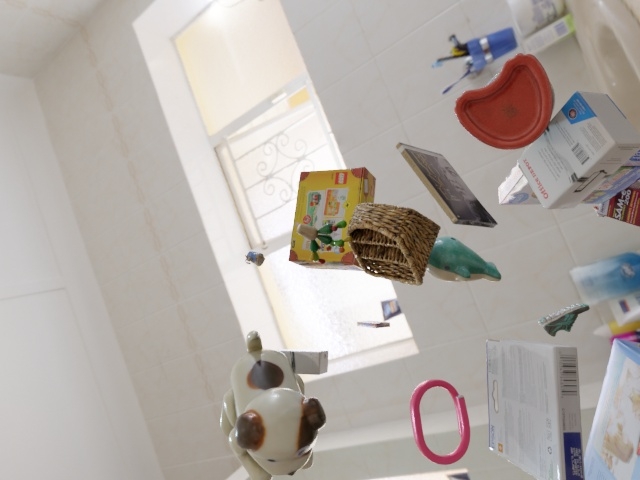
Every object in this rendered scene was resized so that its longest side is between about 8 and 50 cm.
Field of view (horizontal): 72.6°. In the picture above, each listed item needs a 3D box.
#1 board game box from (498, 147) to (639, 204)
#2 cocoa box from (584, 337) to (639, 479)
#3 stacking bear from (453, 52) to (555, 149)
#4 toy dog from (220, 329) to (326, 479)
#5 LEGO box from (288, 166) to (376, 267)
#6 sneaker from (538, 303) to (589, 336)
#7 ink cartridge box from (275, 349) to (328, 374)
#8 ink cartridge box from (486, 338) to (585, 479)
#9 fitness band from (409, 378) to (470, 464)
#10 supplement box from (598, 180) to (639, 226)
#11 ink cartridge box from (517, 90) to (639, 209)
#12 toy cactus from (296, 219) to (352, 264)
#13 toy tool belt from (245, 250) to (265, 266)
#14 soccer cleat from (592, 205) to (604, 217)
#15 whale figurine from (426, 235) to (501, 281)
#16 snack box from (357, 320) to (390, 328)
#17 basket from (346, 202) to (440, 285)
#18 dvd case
[{"bbox_3d":[0.718,-0.181,1.263,0.319,0.318,0.066,53,-142,-73],"label":"board game box"},{"bbox_3d":[0.682,0.401,0.826,0.231,0.228,0.347,-24,-56,-77],"label":"cocoa box"},{"bbox_3d":[0.432,-0.312,0.968,0.164,0.175,0.289,53,-143,-5],"label":"stacking bear"},{"bbox_3d":[-0.121,0.475,1.225,0.284,0.408,0.395,2,-87,-16],"label":"toy dog"},{"bbox_3d":[0.065,-0.108,2.261,0.193,0.372,0.500,28,-113,-60],"label":"LEGO box"},{"bbox_3d":[0.839,0.272,1.485,0.076,0.166,0.065,63,-159,12],"label":"sneaker"},{"bbox_3d":[-0.078,0.423,1.525,0.139,0.190,0.082,43,-132,-71],"label":"ink cartridge box"},{"bbox_3d":[0.371,0.291,0.774,0.224,0.045,0.223,128,144,-79],"label":"ink cartridge box"},{"bbox_3d":[0.437,0.660,1.596,0.054,0.209,0.291,127,137,-73],"label":"fitness band"},{"bbox_3d":[1.067,-0.118,1.445,0.073,0.239,0.130,-23,-58,-22],"label":"supplement box"},{"bbox_3d":[0.535,-0.183,0.918,0.086,0.203,0.148,-3,-122,-17],"label":"ink cartridge box"},{"bbox_3d":[0.000,0.000,1.534,0.180,0.219,0.112,23,-130,-18],"label":"toy cactus"},{"bbox_3d":[-0.239,0.057,1.539,0.052,0.083,0.051,-63,-37,-24],"label":"toy tool belt"},{"bbox_3d":[1.096,-0.111,1.711,0.083,0.036,0.029,13,-155,-25],"label":"soccer cleat"},{"bbox_3d":[0.502,0.068,1.540,0.216,0.272,0.141,-63,-16,-68],"label":"whale figurine"},{"bbox_3d":[0.217,0.346,1.802,0.064,0.178,0.022,-1,-97,-21],"label":"snack box"},{"bbox_3d":[0.216,0.007,1.491,0.213,0.299,0.223,26,-98,-34],"label":"basket"},{"bbox_3d":[0.268,-0.118,0.923,0.164,0.018,0.221,2,-132,-42],"label":"dvd case"}]
